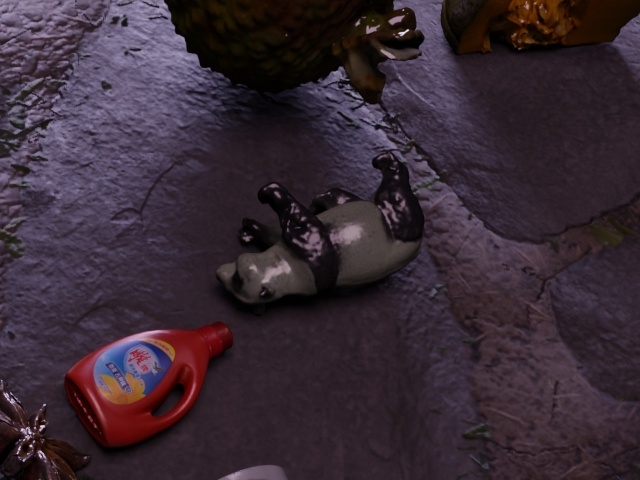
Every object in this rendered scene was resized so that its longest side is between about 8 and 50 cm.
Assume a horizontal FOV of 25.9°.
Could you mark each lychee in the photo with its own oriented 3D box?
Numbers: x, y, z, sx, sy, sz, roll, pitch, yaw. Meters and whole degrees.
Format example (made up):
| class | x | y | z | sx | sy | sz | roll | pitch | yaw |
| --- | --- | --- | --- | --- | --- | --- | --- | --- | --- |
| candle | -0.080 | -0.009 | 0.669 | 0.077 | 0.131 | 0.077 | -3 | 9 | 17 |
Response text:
| class | x | y | z | sx | sy | sz | roll | pitch | yaw |
| --- | --- | --- | --- | --- | --- | --- | --- | --- | --- |
| lychee | -0.031 | -0.287 | 1.503 | 0.320 | 0.270 | 0.270 | 32 | 52 | -5 |

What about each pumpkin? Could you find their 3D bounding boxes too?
| class | x | y | z | sx | sy | sz | roll | pitch | yaw |
| --- | --- | --- | --- | --- | --- | --- | --- | --- | --- |
| pumpkin | 0.268 | -0.309 | 1.682 | 0.248 | 0.131 | 0.126 | -3 | 55 | -19 |

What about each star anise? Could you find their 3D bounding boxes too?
| class | x | y | z | sx | sy | sz | roll | pitch | yaw |
| --- | --- | --- | --- | --- | --- | --- | --- | --- | --- |
| star anise | -0.251 | 0.182 | 1.200 | 0.042 | 0.141 | 0.141 | -48 | 70 | 9 |

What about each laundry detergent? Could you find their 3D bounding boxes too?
| class | x | y | z | sx | sy | sz | roll | pitch | yaw |
| --- | --- | --- | --- | --- | --- | --- | --- | --- | --- |
| laundry detergent | -0.148 | 0.125 | 1.295 | 0.165 | 0.049 | 0.097 | -26 | 71 | -31 |

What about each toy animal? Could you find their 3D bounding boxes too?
| class | x | y | z | sx | sy | sz | roll | pitch | yaw |
| --- | --- | --- | --- | --- | --- | --- | --- | --- | --- |
| toy animal | 0.000 | 0.000 | 1.406 | 0.225 | 0.094 | 0.121 | -17 | 69 | -27 |

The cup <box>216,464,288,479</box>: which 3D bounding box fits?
| class | x | y | z | sx | sy | sz | roll | pitch | yaw |
| --- | --- | --- | --- | --- | --- | --- | --- | --- | --- |
| cup | -0.035 | 0.265 | 1.187 | 0.136 | 0.099 | 0.133 | -14 | 58 | -23 |
